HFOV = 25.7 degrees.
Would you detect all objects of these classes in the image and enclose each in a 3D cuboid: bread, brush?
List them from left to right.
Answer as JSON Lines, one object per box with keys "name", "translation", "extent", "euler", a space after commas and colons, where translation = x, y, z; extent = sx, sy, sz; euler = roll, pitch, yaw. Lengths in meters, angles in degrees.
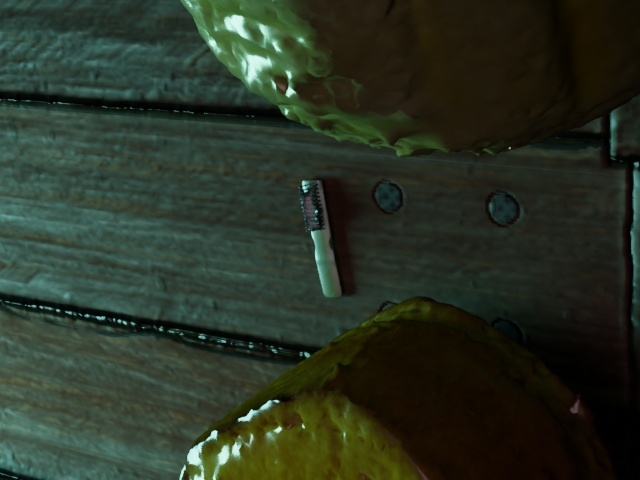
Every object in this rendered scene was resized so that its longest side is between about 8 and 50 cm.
{"name": "brush", "translation": [0.000, 0.000, 0.948], "extent": [0.016, 0.013, 0.083], "euler": [-3, 105, 34]}
{"name": "bread", "translation": [0.048, 0.194, 0.864], "extent": [0.312, 0.172, 0.312], "euler": [16, 113, 45]}
{"name": "bread", "translation": [0.067, -0.192, 0.655], "extent": [0.237, 0.320, 0.320], "euler": [43, 127, 40]}
